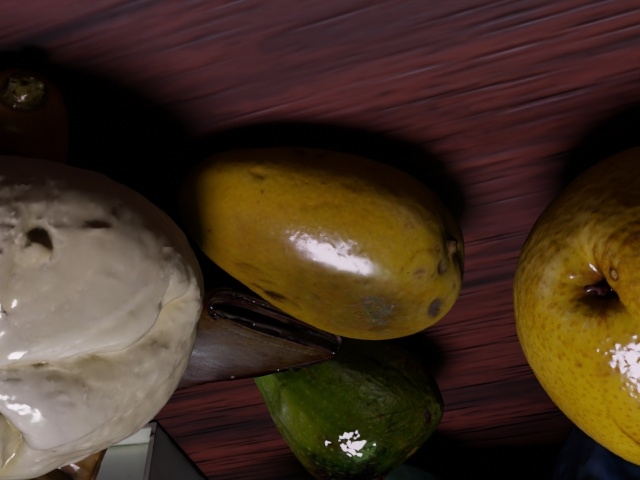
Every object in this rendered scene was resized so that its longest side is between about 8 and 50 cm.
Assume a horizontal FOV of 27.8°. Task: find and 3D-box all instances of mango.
[{"bbox_3d":[0.000,0.000,0.841,0.195,0.098,0.137,14,148,-5],"label":"mango"}]

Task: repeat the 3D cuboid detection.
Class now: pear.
[{"bbox_3d":[0.217,0.035,0.780,0.209,0.209,0.209,3,145,2],"label":"pear"}]

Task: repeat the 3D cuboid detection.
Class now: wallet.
[{"bbox_3d":[-0.104,0.076,0.965,0.137,0.031,0.255,26,155,-35],"label":"wallet"}]

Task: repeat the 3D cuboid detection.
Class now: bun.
[{"bbox_3d":[-0.204,0.064,0.786,0.259,0.160,0.259,1,151,1],"label":"bun"}]

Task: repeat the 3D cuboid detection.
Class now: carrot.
[{"bbox_3d":[-0.199,-0.031,0.842,0.067,0.067,0.225,10,146,-8],"label":"carrot"}]

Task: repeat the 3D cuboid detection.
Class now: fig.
[{"bbox_3d":[0.011,0.119,1.019,0.156,0.123,0.123,41,147,15],"label":"fig"}]

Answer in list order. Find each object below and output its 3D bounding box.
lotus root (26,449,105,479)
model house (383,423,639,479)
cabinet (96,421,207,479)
[{"bbox_3d":[-0.299,0.139,0.986,0.291,0.193,0.193,27,140,-10],"label":"lotus root"},{"bbox_3d":[0.178,0.323,1.100,0.445,0.395,0.400,-4,134,31],"label":"model house"},{"bbox_3d":[-0.188,0.287,1.220,0.145,0.150,0.206,-7,143,16],"label":"cabinet"}]
